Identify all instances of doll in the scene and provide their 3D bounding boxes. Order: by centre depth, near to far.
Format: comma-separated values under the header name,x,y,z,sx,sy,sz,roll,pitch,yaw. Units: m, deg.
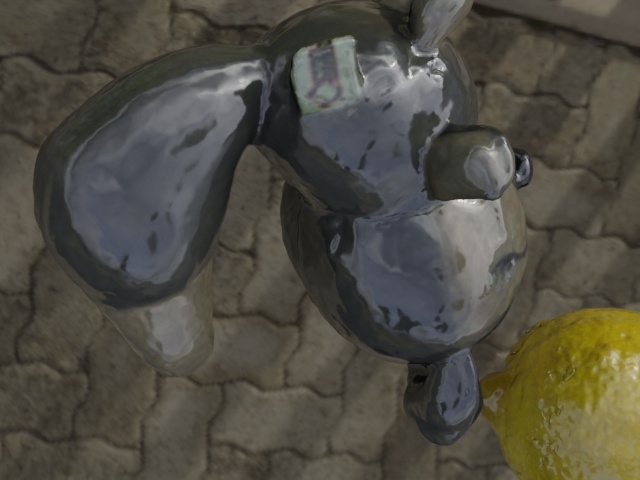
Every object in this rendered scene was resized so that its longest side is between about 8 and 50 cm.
name,x,y,z,sx,sy,sz,roll,pitch,yaw
doll,-0.009,-0.018,1.021,0.379,0.252,0.382,-11,123,2

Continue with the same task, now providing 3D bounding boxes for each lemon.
name,x,y,z,sx,sy,sz,roll,pitch,yaw
lemon,0.329,0.198,1.419,0.320,0.245,0.245,14,98,1
